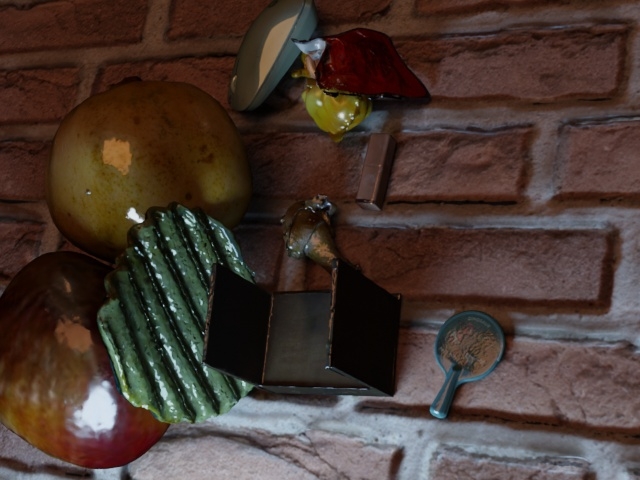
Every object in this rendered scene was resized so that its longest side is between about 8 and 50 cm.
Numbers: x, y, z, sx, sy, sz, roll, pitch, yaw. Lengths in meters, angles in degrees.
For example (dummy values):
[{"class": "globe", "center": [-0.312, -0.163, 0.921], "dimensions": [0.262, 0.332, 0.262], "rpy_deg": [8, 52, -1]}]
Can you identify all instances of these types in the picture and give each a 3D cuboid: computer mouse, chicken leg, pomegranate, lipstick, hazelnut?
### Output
[{"class": "computer mouse", "center": [-0.116, -0.406, 1.950], "dimensions": [0.288, 0.097, 0.159], "rpy_deg": [-53, 32, 2]}, {"class": "chicken leg", "center": [-0.007, 0.003, 1.790], "dimensions": [0.125, 0.080, 0.196], "rpy_deg": [-22, 63, 3]}, {"class": "pomegranate", "center": [-0.340, -0.139, 1.811], "dimensions": [0.416, 0.416, 0.417], "rpy_deg": [-9, 68, 23]}, {"class": "lipstick", "center": [0.107, -0.133, 1.800], "dimensions": [0.045, 0.045, 0.146], "rpy_deg": [5, 75, 30]}, {"class": "hazelnut", "center": [-0.446, 0.215, 1.747], "dimensions": [0.420, 0.352, 0.421], "rpy_deg": [17, 111, 54]}]

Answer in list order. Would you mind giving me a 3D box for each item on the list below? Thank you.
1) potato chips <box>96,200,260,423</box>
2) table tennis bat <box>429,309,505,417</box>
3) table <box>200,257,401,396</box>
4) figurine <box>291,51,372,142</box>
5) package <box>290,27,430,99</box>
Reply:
[{"class": "potato chips", "center": [-0.232, 0.147, 1.634], "dimensions": [0.070, 0.429, 0.358], "rpy_deg": [5, 39, 38]}, {"class": "table tennis bat", "center": [0.244, 0.215, 1.614], "dimensions": [0.124, 0.033, 0.201], "rpy_deg": [20, 77, 32]}, {"class": "table", "center": [-0.026, 0.154, 1.620], "dimensions": [0.250, 0.282, 0.196], "rpy_deg": [-2, 71, 26]}, {"class": "figurine", "center": [0.021, -0.300, 1.865], "dimensions": [0.131, 0.156, 0.246], "rpy_deg": [-60, 34, 32]}, {"class": "package", "center": [0.076, -0.343, 1.782], "dimensions": [0.071, 0.269, 0.194], "rpy_deg": [-50, 55, 50]}]
